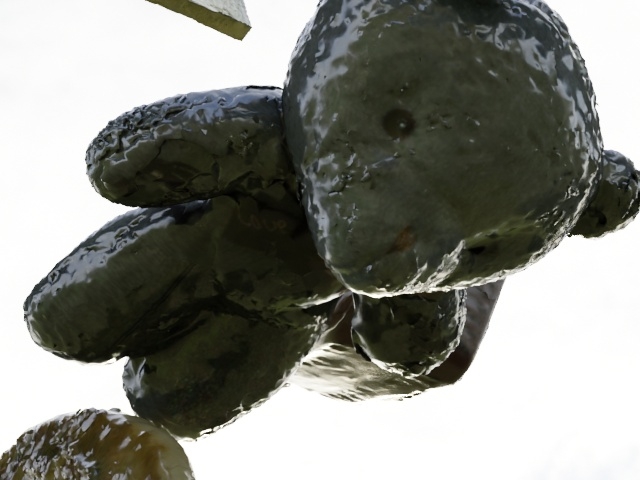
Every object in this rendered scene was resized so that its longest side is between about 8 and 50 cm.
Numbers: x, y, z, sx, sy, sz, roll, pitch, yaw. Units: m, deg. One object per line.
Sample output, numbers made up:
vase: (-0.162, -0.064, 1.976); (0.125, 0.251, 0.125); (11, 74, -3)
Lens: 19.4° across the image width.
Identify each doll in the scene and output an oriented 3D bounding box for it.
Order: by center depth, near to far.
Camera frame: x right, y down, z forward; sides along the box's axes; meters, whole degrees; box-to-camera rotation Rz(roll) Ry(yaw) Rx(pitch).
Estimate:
doll: (0.003, 0.003, 0.960); (0.340, 0.158, 0.246); (-37, -58, 15)

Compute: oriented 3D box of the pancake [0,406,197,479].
pancake: (-0.153, 0.254, 0.990); (0.065, 0.356, 0.356); (20, -44, -23)

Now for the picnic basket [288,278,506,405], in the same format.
picnic basket: (0.048, -0.013, 1.303); (0.129, 0.296, 0.222); (33, -28, -20)

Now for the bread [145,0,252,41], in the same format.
bread: (-0.131, -0.229, 1.679); (0.154, 0.068, 0.028); (20, -57, -31)

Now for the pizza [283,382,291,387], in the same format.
pizza: (-0.023, 0.110, 2.002); (0.161, 0.085, 0.305); (-8, -16, -43)
